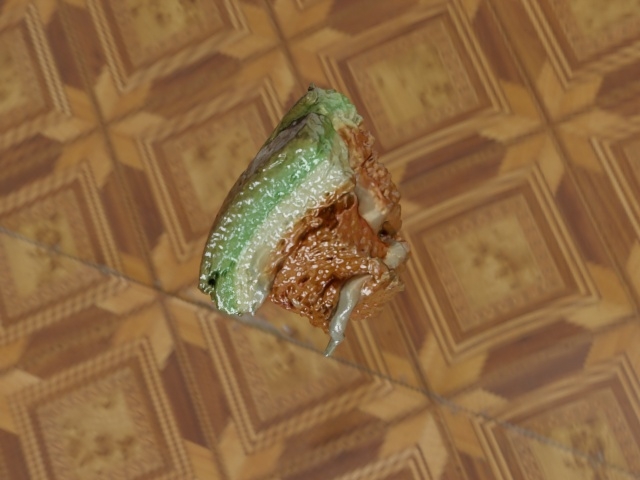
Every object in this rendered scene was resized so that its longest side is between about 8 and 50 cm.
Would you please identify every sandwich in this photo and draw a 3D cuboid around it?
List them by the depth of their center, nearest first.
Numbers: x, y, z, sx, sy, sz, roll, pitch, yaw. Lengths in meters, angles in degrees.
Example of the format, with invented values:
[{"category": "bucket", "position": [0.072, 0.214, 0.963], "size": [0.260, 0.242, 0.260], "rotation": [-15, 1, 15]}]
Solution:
[{"category": "sandwich", "position": [0.003, -0.008, 1.213], "size": [0.160, 0.109, 0.185], "rotation": [29, 117, -5]}]
